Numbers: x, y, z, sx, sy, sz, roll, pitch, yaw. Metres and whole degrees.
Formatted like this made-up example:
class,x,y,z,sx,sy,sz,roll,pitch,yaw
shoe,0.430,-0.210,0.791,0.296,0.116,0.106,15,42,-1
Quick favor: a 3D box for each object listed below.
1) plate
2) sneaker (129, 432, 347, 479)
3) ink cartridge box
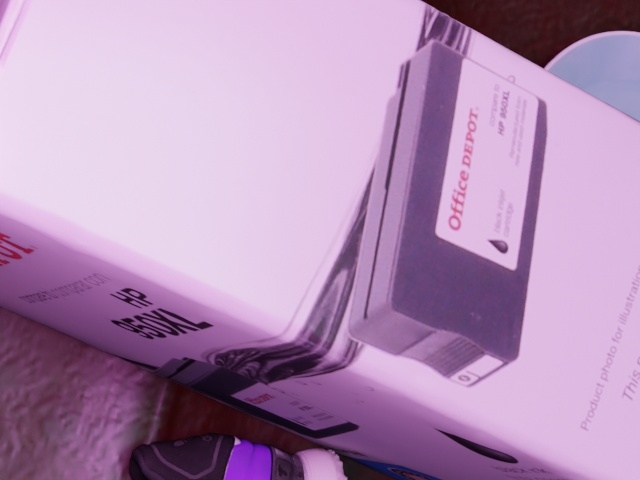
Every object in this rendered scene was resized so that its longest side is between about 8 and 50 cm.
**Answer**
class,x,y,z,sx,sy,sz,roll,pitch,yaw
plate,0.202,-0.044,0.953,0.188,0.024,0.188,2,84,-24
sneaker,-0.086,0.242,0.765,0.146,0.102,0.293,16,74,-17
ink cartridge box,0.000,0.000,0.719,0.395,0.285,0.166,26,75,-18
